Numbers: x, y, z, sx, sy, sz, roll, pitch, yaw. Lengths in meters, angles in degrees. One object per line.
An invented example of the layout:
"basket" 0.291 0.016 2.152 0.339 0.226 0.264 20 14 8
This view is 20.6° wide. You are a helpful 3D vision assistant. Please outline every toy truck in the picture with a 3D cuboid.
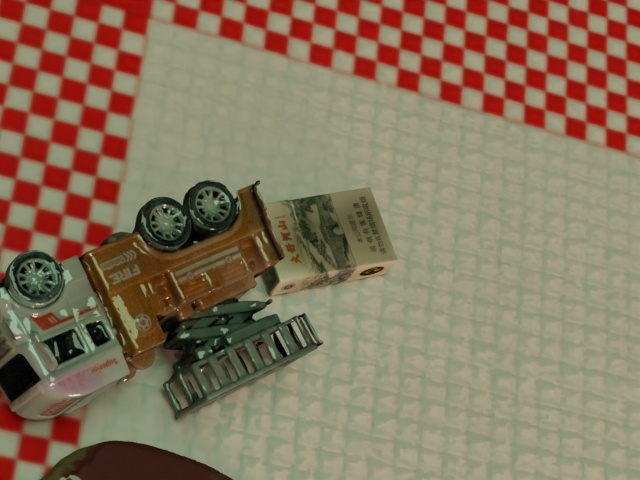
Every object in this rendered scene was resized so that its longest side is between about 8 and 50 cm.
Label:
"toy truck" -0.102 0.046 0.987 0.177 0.080 0.115 -23 84 -32

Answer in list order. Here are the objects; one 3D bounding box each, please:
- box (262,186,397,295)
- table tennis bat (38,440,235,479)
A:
"box" 0.000 0.000 1.083 0.083 0.024 0.054 -10 70 -26
"table tennis bat" -0.128 0.164 0.949 0.234 0.022 0.131 19 59 -14
